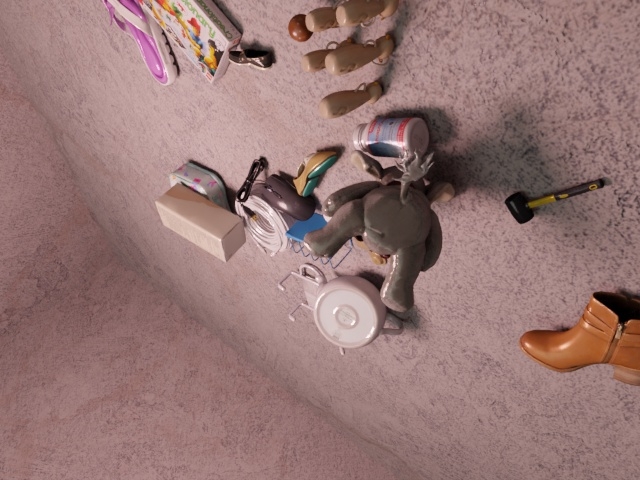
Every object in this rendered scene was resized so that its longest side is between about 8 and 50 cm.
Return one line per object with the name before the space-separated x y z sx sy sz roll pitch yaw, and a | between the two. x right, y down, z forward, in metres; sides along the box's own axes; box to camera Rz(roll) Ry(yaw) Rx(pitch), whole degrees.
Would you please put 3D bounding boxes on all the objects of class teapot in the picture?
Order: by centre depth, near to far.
teapot | 0.113 0.221 1.601 0.252 0.187 0.256 -19 96 24

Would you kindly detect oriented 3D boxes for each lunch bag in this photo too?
lunch bag | -0.453 -0.156 1.900 0.224 0.108 0.279 22 145 26

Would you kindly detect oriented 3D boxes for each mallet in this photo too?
mallet | 0.459 -0.075 0.953 0.189 0.039 0.062 -11 118 51

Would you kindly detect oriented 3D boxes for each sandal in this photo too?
sandal | -0.564 -0.651 1.436 0.169 0.102 0.416 6 132 48

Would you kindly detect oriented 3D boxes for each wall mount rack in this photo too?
wall mount rack | -0.008 0.264 1.845 0.304 0.130 0.350 24 145 32

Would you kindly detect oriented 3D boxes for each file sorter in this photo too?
file sorter | 0.000 0.000 1.528 0.170 0.118 0.104 21 146 36

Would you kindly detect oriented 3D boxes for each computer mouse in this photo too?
computer mouse | -0.155 -0.121 1.521 0.262 0.060 0.184 38 106 12

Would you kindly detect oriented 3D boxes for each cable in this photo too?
cable | -0.181 -0.075 1.687 0.257 0.089 0.257 53 148 -12

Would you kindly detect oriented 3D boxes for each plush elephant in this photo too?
plush elephant | 0.154 -0.067 1.071 0.272 0.255 0.330 28 111 4

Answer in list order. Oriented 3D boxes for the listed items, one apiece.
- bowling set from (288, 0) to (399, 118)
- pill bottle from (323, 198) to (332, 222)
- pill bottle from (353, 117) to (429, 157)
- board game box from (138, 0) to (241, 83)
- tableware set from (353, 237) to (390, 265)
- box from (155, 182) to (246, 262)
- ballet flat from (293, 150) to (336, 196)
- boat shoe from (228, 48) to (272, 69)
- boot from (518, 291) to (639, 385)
bowling set | 0.044 -0.413 0.977 0.200 0.154 0.287 56 155 20
pill bottle | 0.110 -0.073 1.298 0.215 0.117 0.117 11 136 45
pill bottle | 0.154 -0.229 1.084 0.160 0.087 0.087 12 136 43
board game box | -0.354 -0.596 1.293 0.305 0.053 0.193 48 150 -5
tableware set | 0.177 0.026 1.436 0.168 0.020 0.141 -5 126 52
box | -0.432 -0.066 1.768 0.311 0.121 0.148 29 148 17
ballet flat | -0.028 -0.200 1.359 0.073 0.080 0.232 58 150 8
boat shoe | -0.181 -0.470 1.240 0.133 0.049 0.042 21 145 25
boot | 0.581 0.203 1.061 0.283 0.109 0.220 16 140 37
